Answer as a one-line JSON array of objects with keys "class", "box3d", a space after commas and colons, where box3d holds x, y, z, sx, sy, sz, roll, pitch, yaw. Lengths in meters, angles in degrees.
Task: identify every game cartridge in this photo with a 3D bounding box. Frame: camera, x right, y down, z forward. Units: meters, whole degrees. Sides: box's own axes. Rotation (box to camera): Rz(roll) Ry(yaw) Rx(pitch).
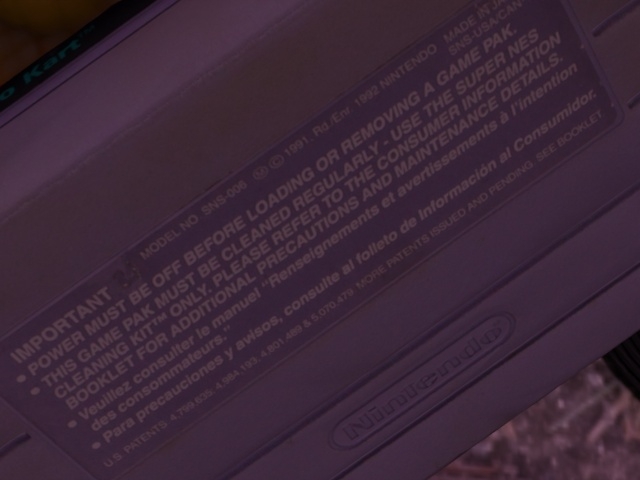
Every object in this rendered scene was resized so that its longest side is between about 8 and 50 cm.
[{"class": "game cartridge", "box3d": [0.000, 0.000, 0.594, 0.230, 0.355, 0.068, 53, 2, -43]}]

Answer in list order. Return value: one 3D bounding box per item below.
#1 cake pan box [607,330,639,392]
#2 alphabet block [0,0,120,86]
[{"class": "cake pan box", "box3d": [0.233, -0.025, 0.984, 0.246, 0.070, 0.267, 41, 53, -18]}, {"class": "alphabet block", "box3d": [-0.061, -0.170, 0.713, 0.197, 0.193, 0.192, -40, 100, -40]}]
